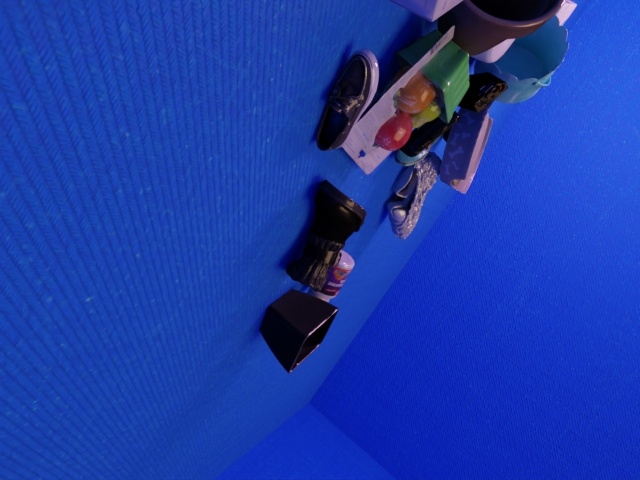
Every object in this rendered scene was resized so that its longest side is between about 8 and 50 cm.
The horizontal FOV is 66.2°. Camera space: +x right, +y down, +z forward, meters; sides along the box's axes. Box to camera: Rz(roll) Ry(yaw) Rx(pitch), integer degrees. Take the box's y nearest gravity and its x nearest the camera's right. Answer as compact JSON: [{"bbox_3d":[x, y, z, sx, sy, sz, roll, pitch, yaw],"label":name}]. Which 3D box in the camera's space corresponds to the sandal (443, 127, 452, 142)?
[{"bbox_3d":[0.509,-0.421,1.940,0.040,0.067,0.179,-39,164,-7],"label":"sandal"}]

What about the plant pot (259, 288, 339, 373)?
[{"bbox_3d":[-0.081,0.268,1.560,0.188,0.167,0.187,-33,154,-47],"label":"plant pot"}]

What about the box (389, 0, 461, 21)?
[{"bbox_3d":[0.150,-0.434,0.689,0.322,0.232,0.058,-42,159,-31],"label":"box"}]

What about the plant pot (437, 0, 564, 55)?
[{"bbox_3d":[0.374,-0.541,1.105,0.263,0.263,0.229,-51,180,-9],"label":"plant pot"}]

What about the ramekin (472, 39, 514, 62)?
[{"bbox_3d":[0.473,-0.622,1.329,0.277,0.135,0.277,-47,162,-20],"label":"ramekin"}]

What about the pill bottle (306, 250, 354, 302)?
[{"bbox_3d":[0.026,0.129,1.667,0.108,0.108,0.193,-23,145,-59],"label":"pill bottle"}]

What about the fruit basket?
[{"bbox_3d":[0.201,-0.334,1.225,0.353,0.165,0.327,-40,164,10],"label":"fruit basket"}]

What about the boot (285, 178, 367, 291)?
[{"bbox_3d":[0.003,0.003,1.324,0.260,0.131,0.348,-52,163,-5],"label":"boot"}]

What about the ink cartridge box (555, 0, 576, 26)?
[{"bbox_3d":[0.791,-0.770,1.677,0.181,0.061,0.104,-25,151,-43],"label":"ink cartridge box"}]

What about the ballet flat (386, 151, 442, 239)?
[{"bbox_3d":[0.328,-0.172,1.895,0.147,0.147,0.408,-36,153,-45],"label":"ballet flat"}]

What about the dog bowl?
[{"bbox_3d":[0.533,-0.349,1.787,0.348,0.102,0.348,-54,155,-40],"label":"dog bowl"}]

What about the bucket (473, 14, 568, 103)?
[{"bbox_3d":[0.647,-0.603,1.616,0.281,0.281,0.183,-51,169,-9],"label":"bucket"}]

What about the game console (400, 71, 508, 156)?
[{"bbox_3d":[0.397,-0.400,1.550,0.361,0.044,0.213,-39,-152,5],"label":"game console"}]

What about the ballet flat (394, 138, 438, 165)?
[{"bbox_3d":[0.328,-0.314,1.652,0.247,0.083,0.087,-44,175,-22],"label":"ballet flat"}]

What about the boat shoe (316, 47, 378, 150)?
[{"bbox_3d":[0.044,-0.275,0.998,0.076,0.080,0.228,-39,166,-43],"label":"boat shoe"}]
